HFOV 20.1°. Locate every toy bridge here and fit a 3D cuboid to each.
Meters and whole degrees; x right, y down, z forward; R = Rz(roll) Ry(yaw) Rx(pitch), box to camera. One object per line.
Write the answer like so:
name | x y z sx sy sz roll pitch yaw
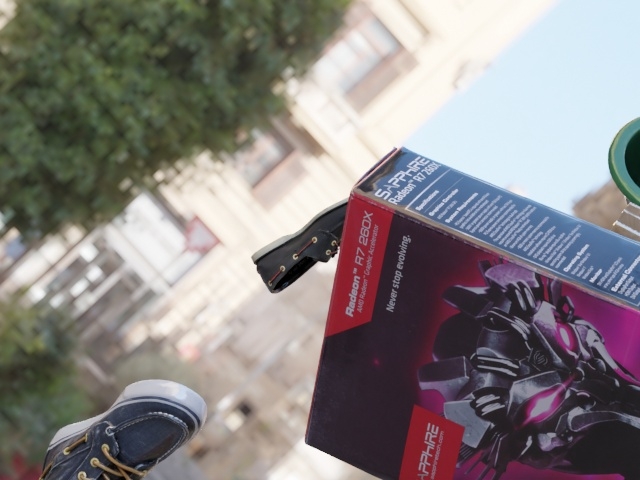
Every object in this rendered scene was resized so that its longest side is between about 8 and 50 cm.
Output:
toy bridge | 0.303 -0.004 1.673 0.063 0.026 0.188 29 13 9

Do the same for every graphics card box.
graphics card box | 0.177 0.108 1.264 0.371 0.094 0.232 23 -56 19

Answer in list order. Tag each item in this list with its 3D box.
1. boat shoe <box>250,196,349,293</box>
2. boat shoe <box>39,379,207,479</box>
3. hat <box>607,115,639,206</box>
boat shoe | 0.001 0.000 1.570 0.042 0.133 0.049 62 22 15
boat shoe | -0.156 0.171 1.369 0.065 0.083 0.183 37 -42 -21
hat | 0.414 -0.037 2.201 0.183 0.208 0.173 94 -5 -52
